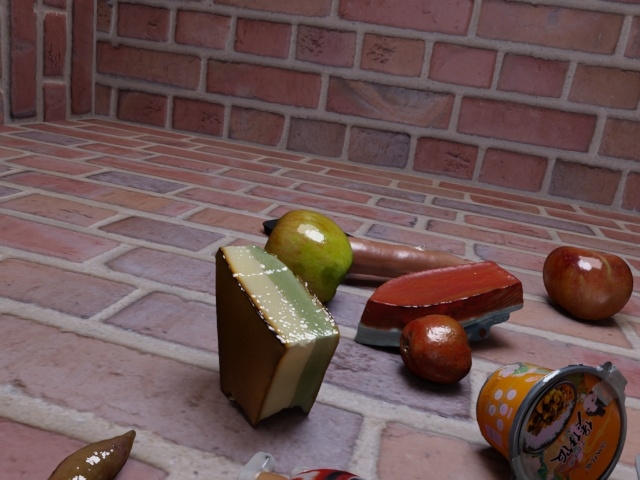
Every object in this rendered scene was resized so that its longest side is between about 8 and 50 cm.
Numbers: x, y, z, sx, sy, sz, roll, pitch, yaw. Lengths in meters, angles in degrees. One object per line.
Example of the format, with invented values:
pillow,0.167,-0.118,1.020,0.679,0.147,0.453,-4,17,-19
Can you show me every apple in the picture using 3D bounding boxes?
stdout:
apple,0.629,0.101,1.360,0.201,0.162,0.201,9,5,-1
apple,-0.025,0.037,1.183,0.196,0.196,0.196,8,17,-2

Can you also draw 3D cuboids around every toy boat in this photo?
toy boat,0.221,0.140,1.103,0.331,0.133,0.145,-9,27,-18

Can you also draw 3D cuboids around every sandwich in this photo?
sandwich,-0.087,0.137,0.837,0.108,0.186,0.220,-4,38,-36

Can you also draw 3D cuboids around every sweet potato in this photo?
sweet potato,-0.262,0.257,0.591,0.065,0.051,0.218,14,18,24

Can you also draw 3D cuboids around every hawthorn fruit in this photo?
hawthorn fruit,0.194,0.181,0.960,0.128,0.128,0.128,8,17,-2

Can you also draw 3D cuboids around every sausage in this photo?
sausage,0.193,0.056,1.352,0.418,0.094,0.094,11,42,-10

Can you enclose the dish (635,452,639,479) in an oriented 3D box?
dish,0.543,0.328,0.729,0.234,0.064,0.154,14,17,15

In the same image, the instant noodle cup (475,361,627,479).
instant noodle cup,0.290,0.238,0.761,0.208,0.178,0.125,-30,13,-15

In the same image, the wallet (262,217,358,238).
wallet,0.000,0.000,1.559,0.197,0.051,0.377,-6,20,-35

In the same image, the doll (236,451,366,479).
doll,-0.013,0.283,0.582,0.217,0.085,0.183,7,13,26
